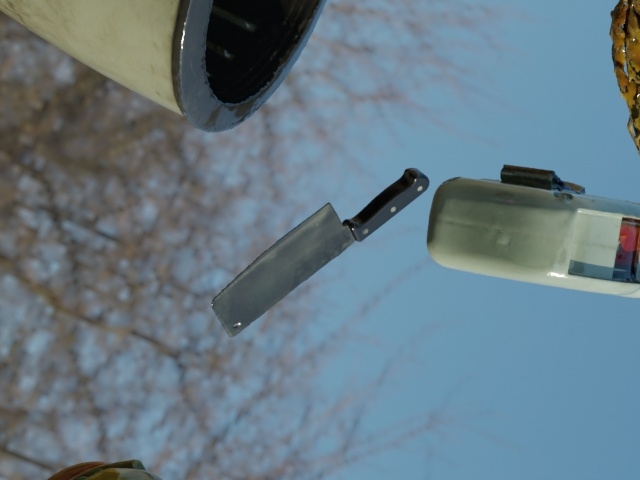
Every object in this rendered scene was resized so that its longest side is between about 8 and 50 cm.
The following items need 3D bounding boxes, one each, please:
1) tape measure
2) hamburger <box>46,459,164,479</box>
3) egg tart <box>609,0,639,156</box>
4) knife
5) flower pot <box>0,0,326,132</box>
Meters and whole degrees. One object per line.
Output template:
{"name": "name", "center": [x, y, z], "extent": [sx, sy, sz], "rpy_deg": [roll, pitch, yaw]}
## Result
{"name": "tape measure", "center": [0.257, -0.012, 2.215], "extent": [0.246, 0.243, 0.125], "rpy_deg": [10, 88, -67]}
{"name": "hamburger", "center": [-0.189, 0.269, 1.750], "extent": [0.115, 0.162, 0.162], "rpy_deg": [10, -105, 57]}
{"name": "egg tart", "center": [0.343, -0.131, 1.657], "extent": [0.252, 0.098, 0.232], "rpy_deg": [54, -38, 27]}
{"name": "knife", "center": [0.000, 0.000, 1.893], "extent": [0.245, 0.072, 0.019], "rpy_deg": [-38, -129, -10]}
{"name": "flower pot", "center": [-0.175, -0.287, 1.773], "extent": [0.293, 0.330, 0.294], "rpy_deg": [-52, 156, -35]}
